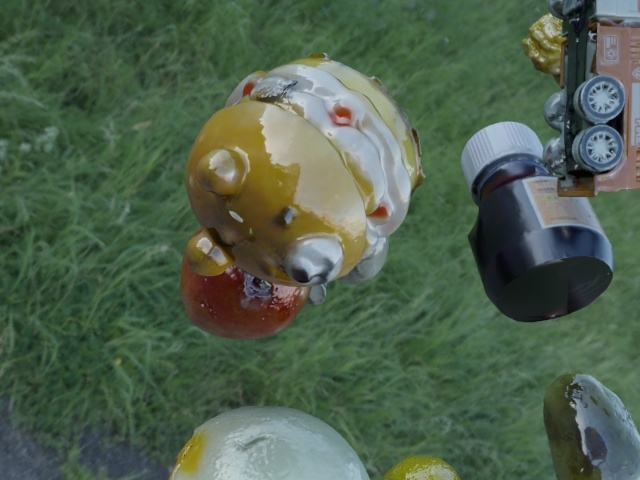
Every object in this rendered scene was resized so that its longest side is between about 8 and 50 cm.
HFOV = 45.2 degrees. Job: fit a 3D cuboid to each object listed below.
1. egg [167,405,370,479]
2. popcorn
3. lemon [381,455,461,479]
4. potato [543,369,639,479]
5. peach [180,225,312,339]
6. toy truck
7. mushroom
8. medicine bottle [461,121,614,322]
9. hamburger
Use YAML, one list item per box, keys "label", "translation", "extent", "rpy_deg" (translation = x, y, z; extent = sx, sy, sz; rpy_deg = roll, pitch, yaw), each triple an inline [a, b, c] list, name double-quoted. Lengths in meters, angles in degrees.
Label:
- label: "egg"
  translation: [-0.069, 0.334, 1.085]
  extent: [0.337, 0.337, 0.201]
  rpy_deg: [6, 80, -52]
- label: "popcorn"
  translation: [0.520, -0.391, 1.590]
  extent: [0.194, 0.140, 0.163]
  rpy_deg: [47, 49, 1]
- label: "lemon"
  translation: [0.204, 0.539, 1.559]
  extent: [0.192, 0.192, 0.231]
  rpy_deg: [46, 23, 2]
- label: "potato"
  translation: [0.614, 0.446, 1.741]
  extent: [0.173, 0.210, 0.307]
  rpy_deg: [32, 39, -73]
- label: "peach"
  translation: [-0.131, 0.059, 1.363]
  extent: [0.238, 0.281, 0.281]
  rpy_deg: [50, 26, -3]
- label: "toy truck"
  translation: [0.471, -0.260, 1.191]
  extent: [0.207, 0.387, 0.173]
  rpy_deg: [0, 3, -2]
- label: "mushroom"
  translation: [0.000, 0.000, 1.780]
  extent: [0.297, 0.297, 0.290]
  rpy_deg: [43, 65, -4]
- label: "medicine bottle"
  translation: [0.392, -0.057, 1.474]
  extent: [0.243, 0.242, 0.395]
  rpy_deg: [26, 41, -33]
- label: "hamburger"
  translation: [-0.040, -0.065, 0.914]
  extent: [0.276, 0.276, 0.237]
  rpy_deg: [45, 52, 1]
